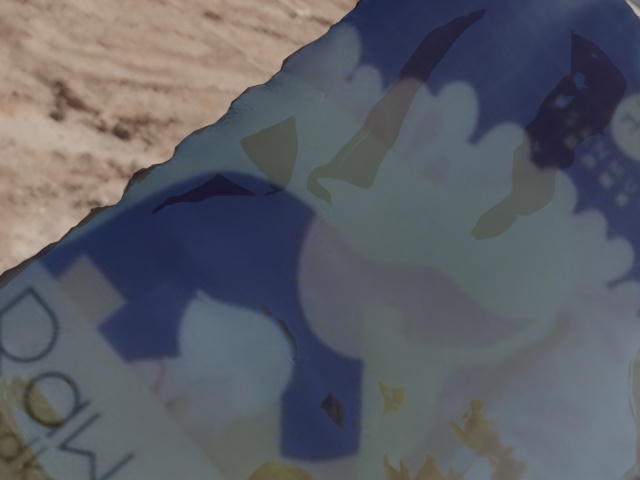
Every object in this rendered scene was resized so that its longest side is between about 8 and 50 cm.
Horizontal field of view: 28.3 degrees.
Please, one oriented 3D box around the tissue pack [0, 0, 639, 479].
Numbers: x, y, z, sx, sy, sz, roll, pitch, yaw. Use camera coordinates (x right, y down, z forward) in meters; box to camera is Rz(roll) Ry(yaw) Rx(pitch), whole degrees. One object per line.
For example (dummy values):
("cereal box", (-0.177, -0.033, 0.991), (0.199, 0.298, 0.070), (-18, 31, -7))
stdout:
("tissue pack", (0.019, 0.043, 0.540), (0.242, 0.343, 0.125), (51, -12, -5))
